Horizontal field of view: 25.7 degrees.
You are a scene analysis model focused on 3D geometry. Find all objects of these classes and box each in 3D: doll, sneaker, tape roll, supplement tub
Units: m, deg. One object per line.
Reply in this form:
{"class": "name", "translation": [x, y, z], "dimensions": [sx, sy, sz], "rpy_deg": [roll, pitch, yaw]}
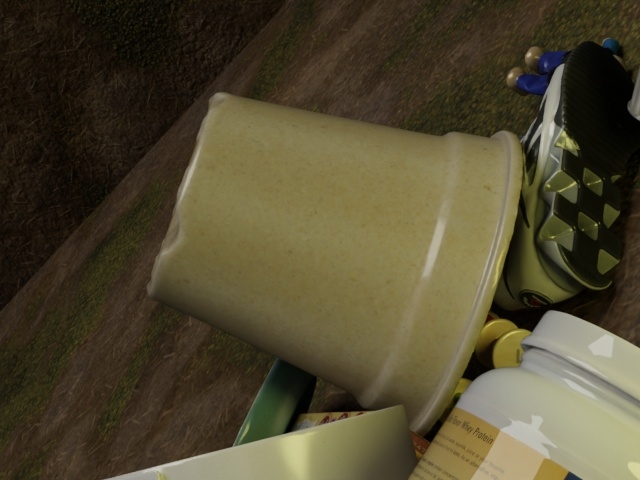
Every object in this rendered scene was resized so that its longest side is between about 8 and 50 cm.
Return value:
{"class": "doll", "translation": [0.295, -0.194, 1.650], "dimensions": [0.129, 0.046, 0.189], "rpy_deg": [-49, 23, -14]}
{"class": "sneaker", "translation": [0.238, -0.069, 1.451], "dimensions": [0.146, 0.122, 0.330], "rpy_deg": [-31, 29, 47]}
{"class": "tape roll", "translation": [-0.054, 0.221, 1.191], "dimensions": [0.286, 0.286, 0.100], "rpy_deg": [-24, 77, 57]}
{"class": "supplement tub", "translation": [0.153, 0.230, 0.964], "dimensions": [0.316, 0.228, 0.228], "rpy_deg": [-57, 18, -5]}

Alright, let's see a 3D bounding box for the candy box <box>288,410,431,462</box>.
{"class": "candy box", "translation": [0.048, 0.222, 1.428], "dimensions": [0.187, 0.109, 0.053], "rpy_deg": [-19, 39, 62]}

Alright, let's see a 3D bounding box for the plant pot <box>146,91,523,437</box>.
{"class": "plant pot", "translation": [0.000, 0.000, 1.424], "dimensions": [0.334, 0.306, 0.333], "rpy_deg": [-162, 90, -84]}

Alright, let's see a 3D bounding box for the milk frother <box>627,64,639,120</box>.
{"class": "milk frother", "translation": [0.383, -0.170, 1.328], "dimensions": [0.143, 0.129, 0.134], "rpy_deg": [43, 137, 44]}

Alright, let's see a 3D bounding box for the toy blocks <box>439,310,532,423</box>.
{"class": "toy blocks", "translation": [0.153, 0.130, 1.419], "dimensions": [0.123, 0.054, 0.148], "rpy_deg": [-57, 17, -1]}

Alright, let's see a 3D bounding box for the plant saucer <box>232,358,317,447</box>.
{"class": "plant saucer", "translation": [-0.071, 0.260, 1.586], "dimensions": [0.317, 0.044, 0.317], "rpy_deg": [22, -90, -84]}
